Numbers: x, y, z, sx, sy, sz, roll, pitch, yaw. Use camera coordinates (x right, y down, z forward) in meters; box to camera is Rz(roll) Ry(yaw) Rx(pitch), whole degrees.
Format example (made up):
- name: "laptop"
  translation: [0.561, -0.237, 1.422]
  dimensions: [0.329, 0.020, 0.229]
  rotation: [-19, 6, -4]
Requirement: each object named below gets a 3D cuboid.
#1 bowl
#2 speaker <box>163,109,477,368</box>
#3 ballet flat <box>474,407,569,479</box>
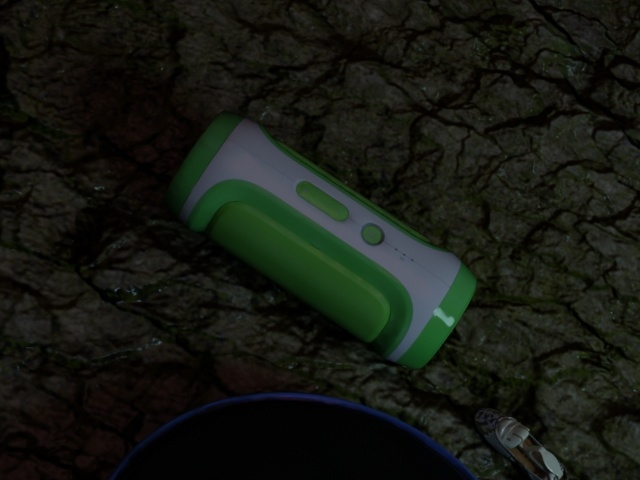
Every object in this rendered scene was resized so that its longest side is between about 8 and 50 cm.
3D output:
- name: "bowl"
  translation: [-0.013, 0.284, 1.056]
  dimensions: [0.391, 0.077, 0.391]
  rotation: [7, 42, -6]
- name: "speaker"
  translation: [0.000, 0.000, 1.252]
  dimensions: [0.296, 0.131, 0.131]
  rotation: [34, 59, -1]
- name: "ballet flat"
  translation: [0.202, 0.203, 1.272]
  dimensions: [0.114, 0.041, 0.041]
  rotation: [45, 59, 6]
